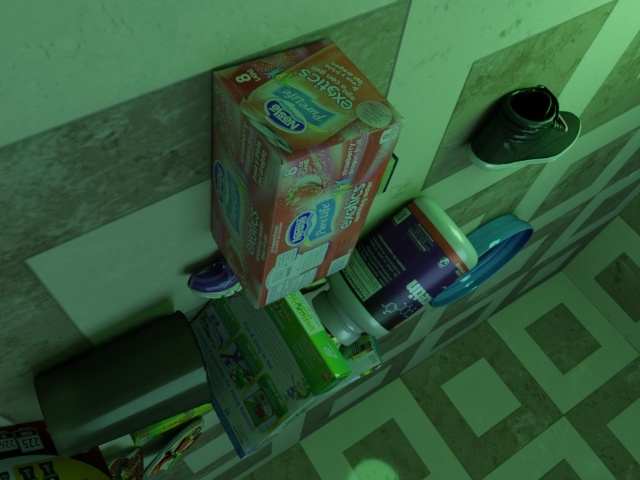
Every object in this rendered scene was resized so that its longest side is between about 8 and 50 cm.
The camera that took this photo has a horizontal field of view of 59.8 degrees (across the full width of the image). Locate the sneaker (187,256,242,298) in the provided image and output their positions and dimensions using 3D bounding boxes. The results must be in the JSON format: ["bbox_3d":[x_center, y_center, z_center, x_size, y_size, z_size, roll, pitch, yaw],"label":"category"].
[{"bbox_3d":[-0.127,0.028,0.851,0.170,0.068,0.071,-27,133,-23],"label":"sneaker"}]

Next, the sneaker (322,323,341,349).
[{"bbox_3d":[0.017,0.254,1.467,0.208,0.081,0.094,-47,145,15],"label":"sneaker"}]

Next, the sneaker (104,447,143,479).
[{"bbox_3d":[-0.486,0.548,1.334,0.093,0.088,0.225,-5,161,1],"label":"sneaker"}]

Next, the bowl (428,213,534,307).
[{"bbox_3d":[0.484,0.064,1.738,0.391,0.077,0.391,-29,156,-14],"label":"bowl"}]

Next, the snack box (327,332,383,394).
[{"bbox_3d":[0.062,0.335,1.549,0.207,0.070,0.174,-31,-170,6],"label":"snack box"}]

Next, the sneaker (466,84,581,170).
[{"bbox_3d":[0.425,-0.225,1.054,0.296,0.104,0.147,-18,157,-27],"label":"sneaker"}]

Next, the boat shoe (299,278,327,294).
[{"bbox_3d":[-0.044,0.082,1.070,0.050,0.045,0.135,-41,162,32],"label":"boat shoe"}]

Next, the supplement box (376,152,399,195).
[{"bbox_3d":[0.061,-0.103,0.845,0.083,0.056,0.083,-26,155,-23],"label":"supplement box"}]

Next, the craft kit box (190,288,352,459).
[{"bbox_3d":[-0.106,0.188,0.929,0.246,0.249,0.061,-47,155,26],"label":"craft kit box"}]

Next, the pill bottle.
[{"bbox_3d":[0.144,0.070,1.136,0.323,0.181,0.181,-40,157,9],"label":"pill bottle"}]

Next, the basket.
[{"bbox_3d":[-0.304,0.227,0.865,0.227,0.154,0.204,-20,155,-25],"label":"basket"}]

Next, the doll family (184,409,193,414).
[{"bbox_3d":[-0.220,0.239,1.056,0.193,0.111,0.076,-30,155,-24],"label":"doll family"}]

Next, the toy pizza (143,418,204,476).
[{"bbox_3d":[-0.380,0.555,1.473,0.201,0.032,0.201,-44,168,-12],"label":"toy pizza"}]

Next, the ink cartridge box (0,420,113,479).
[{"bbox_3d":[-0.476,0.440,0.869,0.130,0.271,0.309,-42,157,14],"label":"ink cartridge box"}]

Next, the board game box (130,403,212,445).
[{"bbox_3d":[-0.301,0.322,1.115,0.181,0.092,0.043,-19,151,-35],"label":"board game box"}]

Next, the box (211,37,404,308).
[{"bbox_3d":[-0.036,-0.064,0.672,0.154,0.142,0.300,-25,155,-24],"label":"box"}]
